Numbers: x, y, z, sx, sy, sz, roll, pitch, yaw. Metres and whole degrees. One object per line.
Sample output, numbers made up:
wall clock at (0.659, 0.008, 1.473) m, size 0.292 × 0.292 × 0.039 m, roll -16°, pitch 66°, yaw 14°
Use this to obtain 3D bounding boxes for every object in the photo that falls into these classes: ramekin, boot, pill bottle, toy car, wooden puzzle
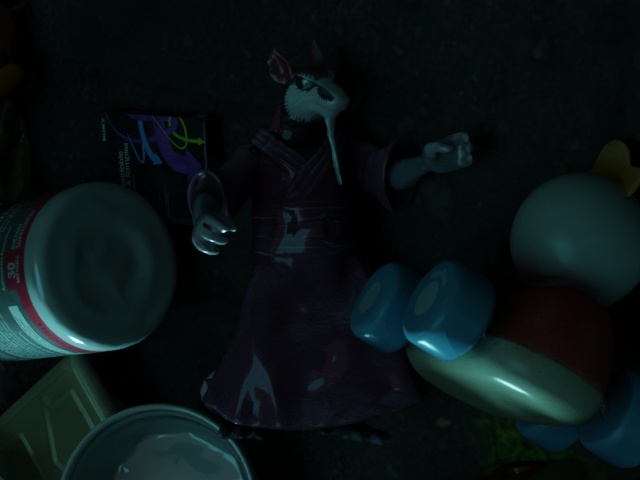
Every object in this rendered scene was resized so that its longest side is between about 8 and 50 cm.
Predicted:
ramekin at (-0.156, 0.271, 1.428) m, size 0.207 × 0.109 × 0.207 m, roll -1°, pitch 83°, yaw 8°
boot at (-0.466, -0.145, 1.667) m, size 0.269 × 0.089 × 0.236 m, roll -5°, pitch 90°, yaw 33°
pill bottle at (-0.316, 0.043, 1.521) m, size 0.318 × 0.176 × 0.176 m, roll -10°, pitch 95°, yaw 47°
toy car at (0.188, 0.027, 1.137) m, size 0.219 × 0.238 × 0.210 m, roll 32°, pitch 168°, yaw -17°
wooden puzzle at (-0.266, 0.322, 1.637) m, size 0.348 × 0.080 × 0.322 m, roll -41°, pitch 75°, yaw 44°

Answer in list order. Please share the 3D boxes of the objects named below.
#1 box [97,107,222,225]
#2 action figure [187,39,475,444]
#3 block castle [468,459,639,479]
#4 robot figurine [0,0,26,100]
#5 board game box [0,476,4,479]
box at (-0.170, -0.079, 1.473) m, size 0.162 × 0.029 × 0.116 m, roll 8°, pitch 107°, yaw 39°
action figure at (0.000, 0.000, 1.299) m, size 0.276 × 0.248 × 0.370 m, roll 165°, pitch 103°, yaw -83°
block castle at (0.219, 0.360, 1.154) m, size 0.453 × 0.213 × 0.303 m, roll -8°, pitch 97°, yaw 41°
robot figurine at (-0.422, -0.198, 1.548) m, size 0.158 × 0.128 × 0.219 m, roll 11°, pitch 65°, yaw 50°
board game box at (-0.407, 0.376, 1.694) m, size 0.193 × 0.053 × 0.305 m, roll 30°, pitch 138°, yaw 47°
